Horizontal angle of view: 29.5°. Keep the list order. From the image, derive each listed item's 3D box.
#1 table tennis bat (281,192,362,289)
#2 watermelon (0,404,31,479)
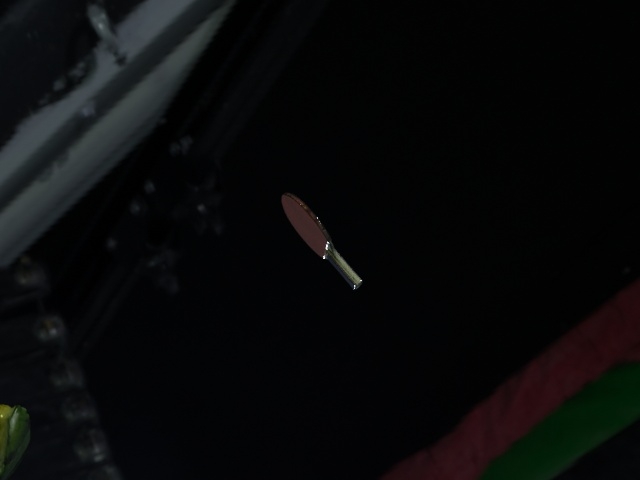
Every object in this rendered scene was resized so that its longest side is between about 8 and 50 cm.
[{"bbox_3d":[0.000,0.000,1.597,0.014,0.158,0.095,-36,-14,-17],"label":"table tennis bat"},{"bbox_3d":[-0.309,0.177,0.984,0.181,0.075,0.092,3,-40,27],"label":"watermelon"}]
